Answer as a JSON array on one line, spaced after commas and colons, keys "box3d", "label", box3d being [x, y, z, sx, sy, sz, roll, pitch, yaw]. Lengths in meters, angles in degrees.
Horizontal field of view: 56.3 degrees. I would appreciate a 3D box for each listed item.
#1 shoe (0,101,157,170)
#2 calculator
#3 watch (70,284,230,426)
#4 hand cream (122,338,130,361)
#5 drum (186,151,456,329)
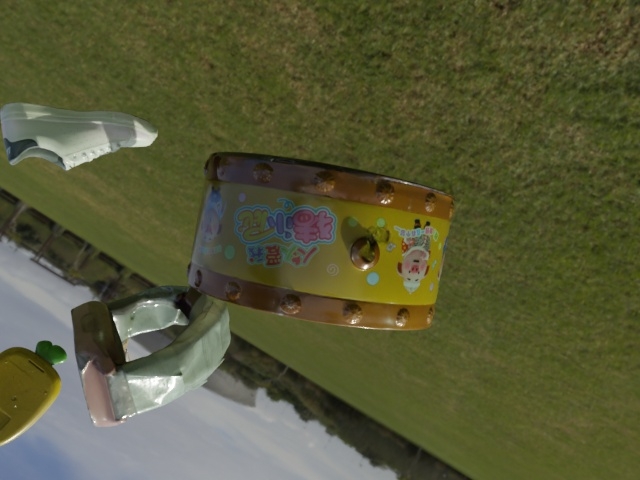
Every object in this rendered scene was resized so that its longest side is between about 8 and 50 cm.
[{"box3d": [-0.431, -0.174, 1.081, 0.265, 0.110, 0.095, 4, 167, -26], "label": "shoe"}, {"box3d": [-0.606, 0.298, 1.182, 0.146, 0.235, 0.032, 41, 159, -8], "label": "calculator"}, {"box3d": [-0.266, 0.167, 0.979, 0.253, 0.241, 0.161, -136, 41, -57], "label": "watch"}, {"box3d": [-0.456, 0.262, 1.306, 0.084, 0.084, 0.203, 22, 119, 34], "label": "hand cream"}, {"box3d": [0.000, 0.000, 0.992, 0.432, 0.214, 0.431, 10, 180, 0], "label": "drum"}]
